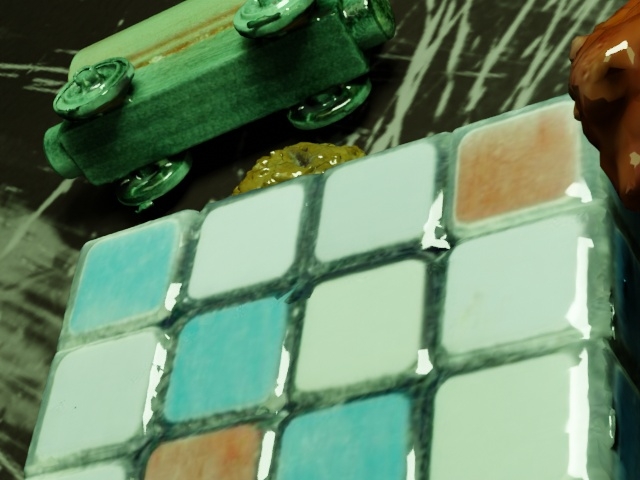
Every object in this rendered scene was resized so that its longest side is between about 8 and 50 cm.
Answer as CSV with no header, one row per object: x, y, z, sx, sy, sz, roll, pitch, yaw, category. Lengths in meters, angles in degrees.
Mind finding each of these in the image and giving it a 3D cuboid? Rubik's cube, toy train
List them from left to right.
-0.076,-0.136,1.037,0.285,0.116,0.177,-22,31,21,toy train
0.045,0.136,0.574,0.253,0.256,0.259,-15,45,28,Rubik's cube

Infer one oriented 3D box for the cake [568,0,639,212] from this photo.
0.269,-0.002,0.424,0.270,0.320,0.269,-33,2,20,cake

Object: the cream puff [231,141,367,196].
-0.004,0.000,0.854,0.126,0.103,0.144,-31,47,9,cream puff
